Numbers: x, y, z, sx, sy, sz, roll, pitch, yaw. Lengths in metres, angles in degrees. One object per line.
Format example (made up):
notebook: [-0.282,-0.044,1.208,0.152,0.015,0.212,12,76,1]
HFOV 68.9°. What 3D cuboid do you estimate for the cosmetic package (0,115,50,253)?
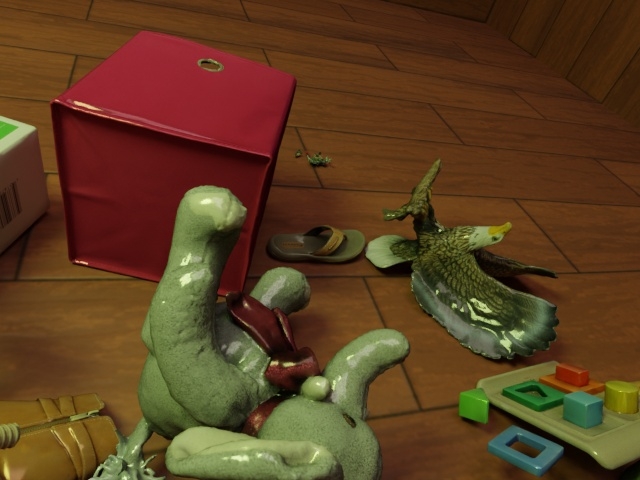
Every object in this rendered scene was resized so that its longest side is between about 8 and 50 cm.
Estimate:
cosmetic package: [-0.583,-0.095,0.593,0.366,0.155,0.197,18,42,-3]

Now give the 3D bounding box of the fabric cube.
fabric cube: [-0.195,-0.114,0.685,0.254,0.259,0.258,15,39,-6]

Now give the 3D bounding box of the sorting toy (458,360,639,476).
sorting toy: [0.342,0.207,0.620,0.348,0.047,0.196,-4,11,-26]

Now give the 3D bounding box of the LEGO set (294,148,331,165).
LEGO set: [-0.016,-0.179,1.027,0.083,0.023,0.054,25,35,29]

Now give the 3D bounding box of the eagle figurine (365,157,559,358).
eagle figurine: [0.244,0.035,0.779,0.226,0.225,0.298,-43,99,-6]

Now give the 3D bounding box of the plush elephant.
plush elephant: [-0.037,0.146,0.439,0.255,0.272,0.330,14,62,24]

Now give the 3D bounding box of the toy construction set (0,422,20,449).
toy construction set: [-0.379,0.092,0.292,0.309,0.257,0.237,37,2,28]

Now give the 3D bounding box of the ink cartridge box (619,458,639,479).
ink cartridge box: [0.389,0.366,0.476,0.255,0.097,0.189,-21,53,-39]

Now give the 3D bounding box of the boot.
boot: [-0.300,0.177,0.459,0.152,0.073,0.197,-14,48,-43]

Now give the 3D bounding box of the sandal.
sandal: [0.000,0.000,0.793,0.180,0.049,0.072,-1,43,-23]
